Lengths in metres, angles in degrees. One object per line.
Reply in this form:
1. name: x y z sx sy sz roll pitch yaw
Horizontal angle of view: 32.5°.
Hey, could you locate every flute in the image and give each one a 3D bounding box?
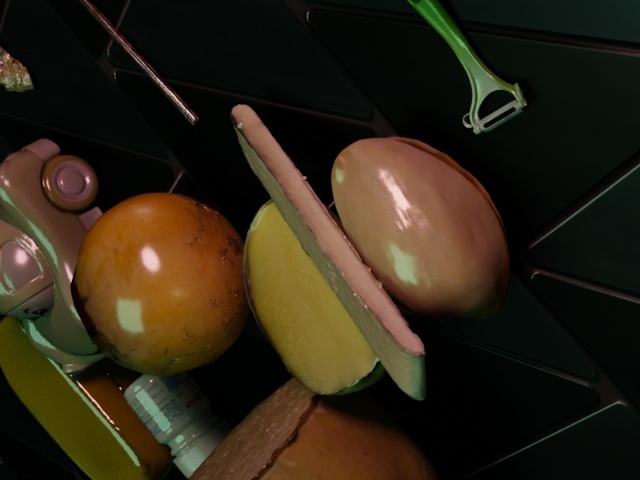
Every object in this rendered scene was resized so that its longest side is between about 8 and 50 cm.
1. flute: -0.243 -0.243 1.372 0.269 0.014 0.014 47 144 8

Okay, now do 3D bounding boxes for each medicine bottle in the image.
1. medicine bottle: -0.216 0.270 1.689 0.168 0.105 0.105 52 144 4

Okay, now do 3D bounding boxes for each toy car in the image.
1. toy car: -0.412 0.045 1.619 0.242 0.226 0.336 -24 98 54

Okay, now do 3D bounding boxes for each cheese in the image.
1. cheese: 0.002 0.000 1.123 0.400 0.034 0.085 56 169 39

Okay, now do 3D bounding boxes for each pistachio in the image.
1. pistachio: 0.102 -0.011 1.081 0.215 0.144 0.144 55 145 7

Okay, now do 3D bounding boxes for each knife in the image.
1. knife: 0.122 -0.176 1.009 0.166 0.022 0.078 54 138 -4

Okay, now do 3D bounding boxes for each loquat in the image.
1. loquat: -0.197 0.058 1.387 0.235 0.235 0.235 29 138 30

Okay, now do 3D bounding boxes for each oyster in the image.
1. oyster: -0.455 -0.249 1.584 0.083 0.038 0.080 17 129 41

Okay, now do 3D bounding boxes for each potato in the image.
1. potato: -0.017 0.384 1.334 0.319 0.385 0.442 40 155 -2
2. potato: 0.020 0.060 1.224 0.271 0.111 0.160 48 120 40

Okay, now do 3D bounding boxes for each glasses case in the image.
1. glasses case: -0.384 0.260 1.840 0.371 0.141 0.173 47 130 9
